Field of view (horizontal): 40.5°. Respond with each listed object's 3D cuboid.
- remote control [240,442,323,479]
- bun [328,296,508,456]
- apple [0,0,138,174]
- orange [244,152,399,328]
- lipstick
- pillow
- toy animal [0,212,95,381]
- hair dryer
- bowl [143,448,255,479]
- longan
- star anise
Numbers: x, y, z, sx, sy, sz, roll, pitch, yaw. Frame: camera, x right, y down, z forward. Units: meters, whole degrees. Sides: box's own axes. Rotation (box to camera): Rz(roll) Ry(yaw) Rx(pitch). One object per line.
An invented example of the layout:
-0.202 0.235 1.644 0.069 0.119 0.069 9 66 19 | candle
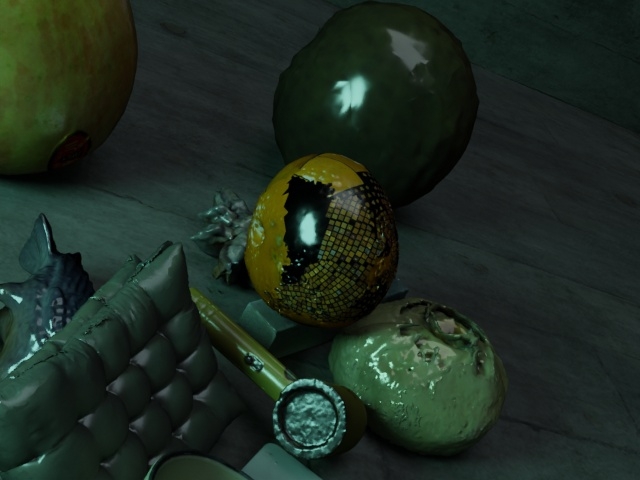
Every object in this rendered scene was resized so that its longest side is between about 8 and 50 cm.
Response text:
-0.079 0.308 0.906 0.103 0.034 0.250 35 30 11 | remote control
0.145 0.171 1.209 0.259 0.152 0.259 24 29 -14 | bun
-0.456 -0.291 1.226 0.391 0.346 0.391 16 30 -10 | apple
0.000 0.000 1.129 0.182 0.234 0.234 6 34 -17 | orange
0.009 0.104 1.279 0.066 0.068 0.317 44 32 25 | lipstick
-0.198 0.166 0.866 0.228 0.101 0.326 67 27 -16 | pillow
-0.324 0.097 0.948 0.185 0.122 0.298 18 37 -9 | toy animal
-0.067 0.156 1.063 0.278 0.090 0.135 39 1 18 | hair dryer
-0.093 0.305 0.717 0.238 0.126 0.238 45 8 -8 | bowl
0.096 -0.246 1.592 0.391 0.391 0.391 21 29 -13 | longan
-0.101 0.007 1.313 0.229 0.093 0.236 34 27 12 | star anise
